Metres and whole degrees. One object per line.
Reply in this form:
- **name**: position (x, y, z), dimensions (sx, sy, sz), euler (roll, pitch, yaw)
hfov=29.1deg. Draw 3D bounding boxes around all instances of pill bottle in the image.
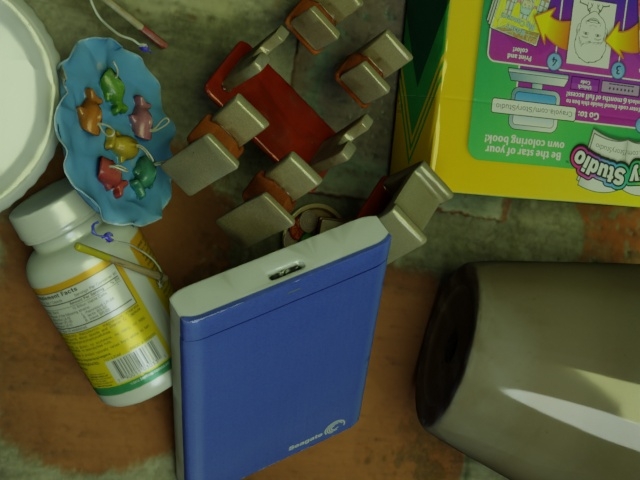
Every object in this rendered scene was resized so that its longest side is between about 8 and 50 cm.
- **pill bottle**: position (-0.209, 0.045, 1.187), dimensions (0.117, 0.117, 0.208), euler (-34, 110, -18)

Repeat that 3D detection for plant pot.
- **plant pot**: position (0.266, 0.147, 1.347), dimensions (0.280, 0.323, 0.323), euler (17, 89, -9)

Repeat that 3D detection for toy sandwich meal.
- **toy sandwich meal**: position (0.000, 0.000, 1.328), dimensions (0.085, 0.029, 0.086), euler (-3, 98, -25)

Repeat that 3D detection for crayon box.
- **crayon box**: position (0.269, -0.200, 1.388), dimensions (0.363, 0.106, 0.313), euler (4, 96, -25)

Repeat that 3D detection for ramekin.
- **ramekin**: position (-0.350, -0.129, 1.090), dimensions (0.272, 0.127, 0.273), euler (-4, 99, -27)

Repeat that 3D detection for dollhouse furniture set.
- **dollhouse furniture set**: position (-0.007, -0.086, 1.234), dimensions (0.259, 0.135, 0.262), euler (45, 53, -15)

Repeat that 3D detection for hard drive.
- **hard drive**: position (-0.043, 0.123, 1.209), dimensions (0.210, 0.040, 0.319), euler (-22, 146, -21)

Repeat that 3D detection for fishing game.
- **fishing game**: position (-0.179, -0.102, 1.136), dimensions (0.189, 0.041, 0.264), euler (35, 51, -57)
